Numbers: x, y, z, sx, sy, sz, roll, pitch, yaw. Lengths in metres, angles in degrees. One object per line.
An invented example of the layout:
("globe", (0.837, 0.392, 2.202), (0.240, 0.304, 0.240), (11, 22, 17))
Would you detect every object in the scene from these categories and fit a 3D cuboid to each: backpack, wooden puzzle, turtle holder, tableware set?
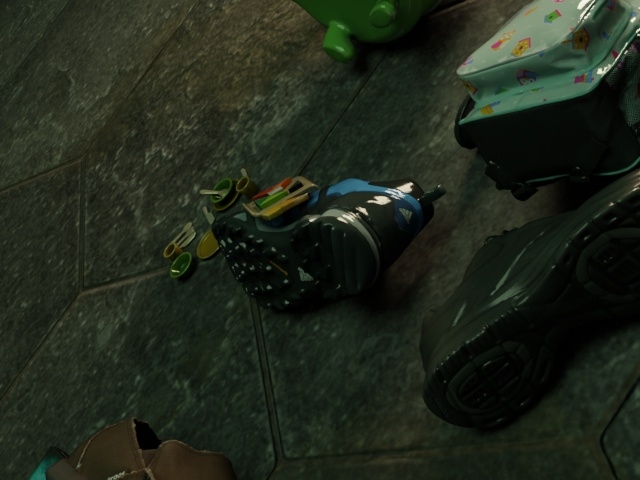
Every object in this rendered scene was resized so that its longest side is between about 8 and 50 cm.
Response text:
("backpack", (0.221, -0.140, 0.929), (0.188, 0.144, 0.166), (-36, 14, -35))
("wooden puzzle", (-0.042, -0.047, 1.111), (0.079, 0.014, 0.116), (-28, 15, -14))
("turtle holder", (0.057, -0.356, 1.306), (0.227, 0.243, 0.320), (-45, -9, -18))
("tableware set", (-0.139, -0.024, 1.363), (0.154, 0.024, 0.104), (-44, 35, 9))

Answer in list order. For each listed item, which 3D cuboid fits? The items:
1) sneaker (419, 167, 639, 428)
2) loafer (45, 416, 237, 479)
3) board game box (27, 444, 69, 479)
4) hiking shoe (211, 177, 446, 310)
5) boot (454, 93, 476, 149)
("sneaker", (0.185, 0.021, 0.880), (0.286, 0.109, 0.130), (-38, 28, 13))
("loafer", (-0.132, 0.242, 1.002), (0.130, 0.133, 0.366), (-49, 36, -18))
("board game box", (-0.295, 0.318, 1.217), (0.126, 0.026, 0.186), (-56, 34, -9))
("hiking shoe", (0.000, 0.000, 1.137), (0.132, 0.113, 0.304), (-32, 17, -28))
("boot", (0.195, -0.137, 1.066), (0.121, 0.045, 0.099), (-54, 34, -12))
